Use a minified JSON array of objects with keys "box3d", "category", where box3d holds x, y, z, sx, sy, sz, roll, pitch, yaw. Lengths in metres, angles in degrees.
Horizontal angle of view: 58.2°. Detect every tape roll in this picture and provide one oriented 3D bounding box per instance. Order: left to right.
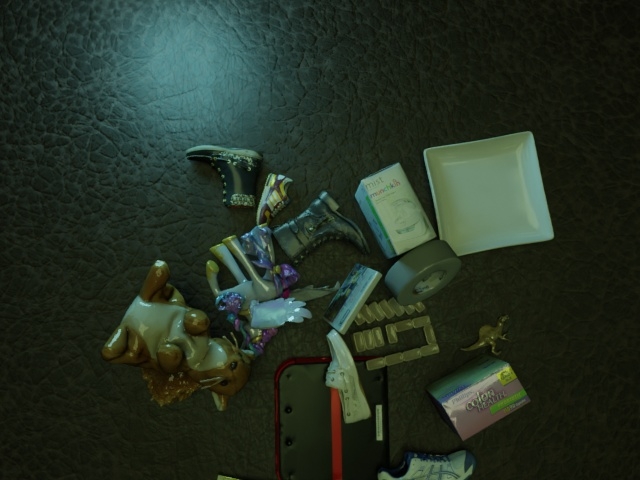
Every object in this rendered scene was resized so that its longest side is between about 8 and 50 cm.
[{"box3d":[0.297,0.096,1.667,0.219,0.219,0.072,-31,61,-3],"category":"tape roll"}]

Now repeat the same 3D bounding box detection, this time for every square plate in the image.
[{"box3d":[0.514,-0.141,1.777,0.347,0.049,0.344,-10,85,-1],"category":"square plate"}]

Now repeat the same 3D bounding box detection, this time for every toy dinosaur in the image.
[{"box3d":[0.514,0.305,1.748,0.183,0.053,0.092,-37,71,-10],"category":"toy dinosaur"}]

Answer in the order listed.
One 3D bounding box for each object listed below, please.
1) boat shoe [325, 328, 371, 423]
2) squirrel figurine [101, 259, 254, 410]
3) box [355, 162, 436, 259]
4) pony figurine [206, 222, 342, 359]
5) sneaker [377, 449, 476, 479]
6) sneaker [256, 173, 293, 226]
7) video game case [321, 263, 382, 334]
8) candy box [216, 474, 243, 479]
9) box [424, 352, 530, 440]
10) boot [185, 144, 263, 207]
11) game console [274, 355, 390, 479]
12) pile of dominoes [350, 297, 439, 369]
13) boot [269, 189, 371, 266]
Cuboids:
[{"box3d":[0.059,0.396,1.656,0.096,0.098,0.277,-20,89,-8],"category":"boat shoe"},{"box3d":[-0.377,0.310,1.604,0.370,0.397,0.281,28,57,-8],"category":"squirrel figurine"},{"box3d":[0.211,-0.078,1.663,0.127,0.262,0.231,-26,87,-2],"category":"box"},{"box3d":[-0.160,0.146,1.665,0.351,0.303,0.363,-23,89,30],"category":"pony figurine"},{"box3d":[0.309,0.665,1.668,0.296,0.112,0.131,-23,88,-10],"category":"sneaker"},{"box3d":[-0.139,-0.111,1.759,0.084,0.069,0.185,13,86,6],"category":"sneaker"},{"box3d":[0.089,0.166,1.683,0.023,0.183,0.201,34,86,-16],"category":"video game case"},{"box3d":[-0.213,0.761,1.682,0.206,0.027,0.105,9,70,9],"category":"candy box"},{"box3d":[0.435,0.436,1.632,0.214,0.243,0.117,-29,86,-3],"category":"box"},{"box3d":[-0.300,-0.194,1.758,0.236,0.085,0.178,4,88,-1],"category":"boot"},{"box3d":[0.034,0.545,1.721,0.342,0.060,0.386,-1,86,-6],"category":"game console"},{"box3d":[0.216,0.274,1.748,0.251,0.040,0.196,-11,79,-13],"category":"pile of dominoes"},{"box3d":[0.000,0.000,1.753,0.229,0.091,0.263,-42,83,2],"category":"boot"}]
